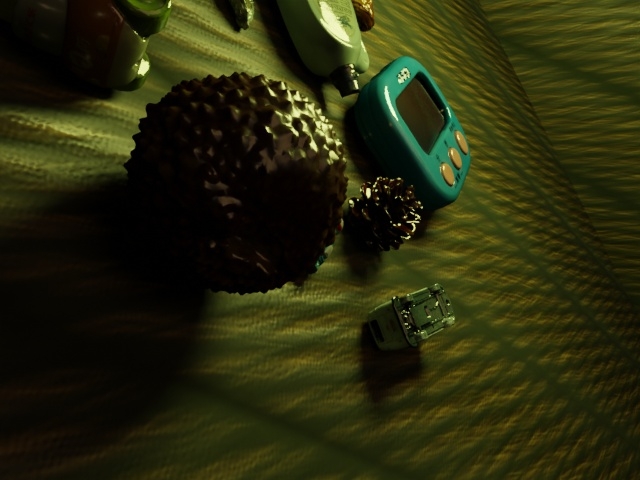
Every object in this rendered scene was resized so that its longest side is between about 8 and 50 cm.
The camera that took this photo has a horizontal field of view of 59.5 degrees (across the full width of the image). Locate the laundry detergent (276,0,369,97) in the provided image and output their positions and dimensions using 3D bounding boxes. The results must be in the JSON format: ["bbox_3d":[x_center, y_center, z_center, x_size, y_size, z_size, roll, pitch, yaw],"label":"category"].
[{"bbox_3d":[0.021,-0.415,1.116,0.214,0.105,0.281,-17,82,-56],"label":"laundry detergent"}]

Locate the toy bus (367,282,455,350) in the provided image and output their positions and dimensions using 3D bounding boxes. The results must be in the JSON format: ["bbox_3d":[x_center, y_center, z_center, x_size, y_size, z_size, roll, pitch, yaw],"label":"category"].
[{"bbox_3d":[0.161,0.133,0.975,0.193,0.089,0.087,-10,76,-53],"label":"toy bus"}]

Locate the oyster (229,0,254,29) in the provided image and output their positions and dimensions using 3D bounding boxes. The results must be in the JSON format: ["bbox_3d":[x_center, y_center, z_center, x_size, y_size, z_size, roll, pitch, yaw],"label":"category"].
[{"bbox_3d":[-0.141,-0.426,0.989,0.100,0.037,0.098,-84,157,-65],"label":"oyster"}]

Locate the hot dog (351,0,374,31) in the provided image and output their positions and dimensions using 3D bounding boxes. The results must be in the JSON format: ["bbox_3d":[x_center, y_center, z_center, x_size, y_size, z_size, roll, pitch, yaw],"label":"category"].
[{"bbox_3d":[0.090,-0.556,1.324,0.099,0.065,0.147,33,39,-36],"label":"hot dog"}]

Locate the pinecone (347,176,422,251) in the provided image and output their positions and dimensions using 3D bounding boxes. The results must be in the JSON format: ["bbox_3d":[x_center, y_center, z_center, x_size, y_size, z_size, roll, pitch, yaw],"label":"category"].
[{"bbox_3d":[0.119,-0.051,1.009,0.140,0.120,0.140,24,50,-32],"label":"pinecone"}]

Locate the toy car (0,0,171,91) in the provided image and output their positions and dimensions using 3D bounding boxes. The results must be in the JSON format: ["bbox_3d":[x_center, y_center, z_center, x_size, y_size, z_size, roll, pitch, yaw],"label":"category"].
[{"bbox_3d":[-0.295,-0.297,0.642,0.234,0.145,0.235,13,62,-25],"label":"toy car"}]

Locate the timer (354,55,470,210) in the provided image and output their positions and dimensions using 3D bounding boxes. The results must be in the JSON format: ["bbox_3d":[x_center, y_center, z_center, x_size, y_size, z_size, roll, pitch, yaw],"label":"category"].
[{"bbox_3d":[0.211,-0.239,1.242,0.309,0.115,0.340,55,37,-15],"label":"timer"}]

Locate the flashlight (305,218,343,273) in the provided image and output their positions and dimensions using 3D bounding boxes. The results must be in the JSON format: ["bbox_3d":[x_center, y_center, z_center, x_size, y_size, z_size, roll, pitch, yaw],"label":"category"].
[{"bbox_3d":[0.000,0.000,0.894,0.051,0.051,0.129,46,46,-24],"label":"flashlight"}]

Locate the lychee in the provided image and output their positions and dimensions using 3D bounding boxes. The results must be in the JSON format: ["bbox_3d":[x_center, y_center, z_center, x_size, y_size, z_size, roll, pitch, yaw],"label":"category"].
[{"bbox_3d":[-0.097,-0.074,0.648,0.267,0.267,0.268,29,48,-39],"label":"lychee"}]
